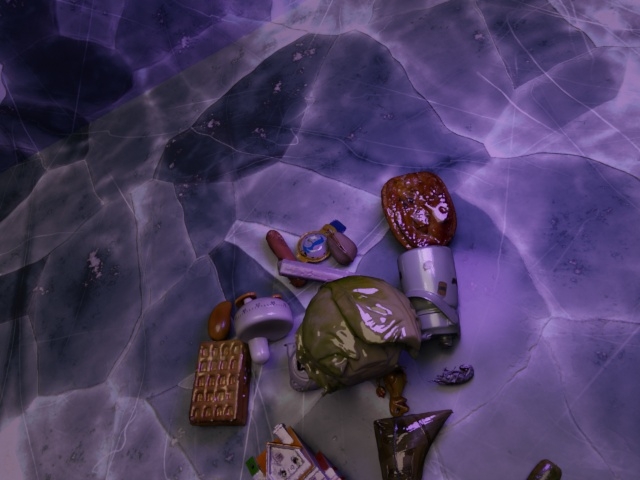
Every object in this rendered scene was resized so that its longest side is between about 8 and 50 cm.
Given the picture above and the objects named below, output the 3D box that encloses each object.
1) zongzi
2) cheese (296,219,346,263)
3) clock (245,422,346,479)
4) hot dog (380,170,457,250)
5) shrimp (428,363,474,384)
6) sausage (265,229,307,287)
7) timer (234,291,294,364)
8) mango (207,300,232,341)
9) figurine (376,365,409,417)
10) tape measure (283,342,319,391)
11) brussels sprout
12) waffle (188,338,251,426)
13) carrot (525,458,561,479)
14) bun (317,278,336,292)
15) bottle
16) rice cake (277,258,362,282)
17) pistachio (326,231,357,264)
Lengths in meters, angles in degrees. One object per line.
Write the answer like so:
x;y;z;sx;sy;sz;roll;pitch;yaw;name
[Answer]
0.325;0.692;1.592;0.274;0.125;0.250;-12;59;6;zongzi
0.000;0.000;2.098;0.250;0.064;0.156;-42;65;-19;cheese
-0.089;0.787;1.654;0.235;0.166;0.309;-43;66;-7;clock
0.390;-0.124;1.970;0.267;0.174;0.387;-18;58;6;hot dog
0.452;0.471;1.703;0.165;0.056;0.065;-9;76;3;shrimp
-0.157;0.065;2.103;0.079;0.087;0.326;-26;58;-11;sausage
-0.216;0.335;1.895;0.234;0.233;0.240;-22;55;6;timer
-0.420;0.334;2.049;0.102;0.085;0.184;-7;56;14;mango
0.249;0.535;1.727;0.122;0.121;0.176;-25;64;38;figurine
-0.040;0.463;1.842;0.178;0.105;0.196;-18;58;8;tape measure
0.113;0.292;1.667;0.425;0.342;0.361;-29;58;15;brussels sprout
-0.386;0.554;1.916;0.224;0.098;0.327;-7;59;13;waffle
0.592;0.809;1.469;0.358;0.074;0.074;-46;59;-7;carrot
0.063;0.236;1.892;0.173;0.113;0.166;22;98;7;bun
0.393;0.212;1.776;0.229;0.229;0.351;-9;68;14;bottle
-0.005;0.135;1.981;0.365;0.056;0.072;11;71;5;rice cake
0.086;0.031;2.025;0.113;0.113;0.149;-44;86;-7;pistachio
